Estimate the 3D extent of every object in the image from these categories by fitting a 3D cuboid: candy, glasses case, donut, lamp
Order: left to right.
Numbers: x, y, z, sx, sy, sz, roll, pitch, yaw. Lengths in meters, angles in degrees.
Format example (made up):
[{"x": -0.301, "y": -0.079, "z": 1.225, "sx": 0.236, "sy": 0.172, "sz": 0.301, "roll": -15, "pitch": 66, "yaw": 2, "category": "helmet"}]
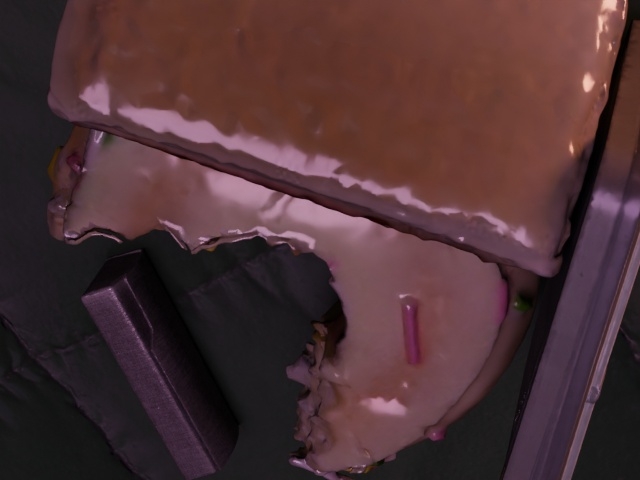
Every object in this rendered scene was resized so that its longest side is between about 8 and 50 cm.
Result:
[{"x": -0.138, "y": 0.111, "z": 1.033, "sx": 0.047, "sy": 0.071, "sz": 0.205, "roll": -17, "pitch": 113, "yaw": 19, "category": "glasses case"}, {"x": 0.000, "y": -0.009, "z": 0.872, "sx": 0.307, "sy": 0.150, "sz": 0.371, "roll": -37, "pitch": 107, "yaw": 27, "category": "donut"}, {"x": 0.010, "y": -0.110, "z": 0.682, "sx": 0.320, "sy": 0.135, "sz": 0.179, "roll": 19, "pitch": 90, "yaw": -3, "category": "candy"}, {"x": 0.179, "y": 0.013, "z": 0.772, "sx": 0.047, "sy": 0.269, "sz": 0.266, "roll": 14, "pitch": 122, "yaw": 11, "category": "lamp"}]
